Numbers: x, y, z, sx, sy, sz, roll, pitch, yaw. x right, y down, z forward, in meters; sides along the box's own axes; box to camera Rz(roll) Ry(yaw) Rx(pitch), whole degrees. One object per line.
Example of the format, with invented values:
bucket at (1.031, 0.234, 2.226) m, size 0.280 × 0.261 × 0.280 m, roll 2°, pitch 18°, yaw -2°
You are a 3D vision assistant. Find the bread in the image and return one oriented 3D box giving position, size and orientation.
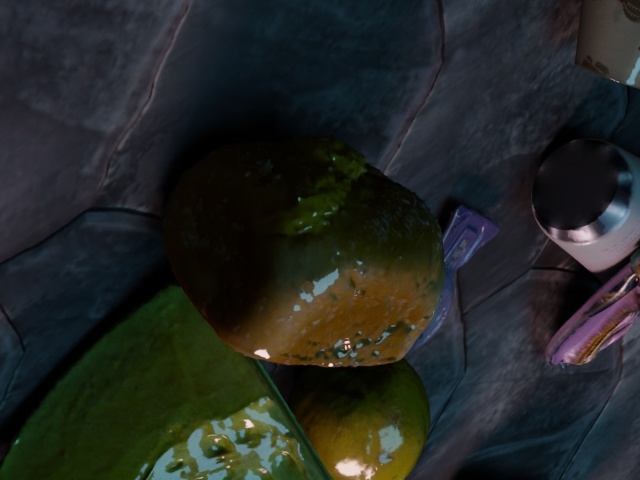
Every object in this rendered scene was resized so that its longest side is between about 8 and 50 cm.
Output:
bread at (0.000, 0.000, 1.621) m, size 0.246 × 0.195 × 0.176 m, roll 9°, pitch 122°, yaw -53°

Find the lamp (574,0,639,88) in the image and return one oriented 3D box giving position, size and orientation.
lamp at (0.323, -0.260, 1.799) m, size 0.121 × 0.121 × 0.214 m, roll 5°, pitch 110°, yaw -50°

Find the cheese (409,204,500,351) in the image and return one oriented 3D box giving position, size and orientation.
cheese at (0.113, 0.049, 1.926) m, size 0.191 × 0.042 × 0.105 m, roll -58°, pitch 146°, yaw 8°

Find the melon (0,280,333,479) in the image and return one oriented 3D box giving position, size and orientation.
melon at (-0.157, 0.257, 1.648) m, size 0.343 × 0.226 × 0.331 m, roll -31°, pitch 121°, yaw -6°

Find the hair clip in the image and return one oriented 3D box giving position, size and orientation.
hair clip at (0.339, 0.084, 2.098) m, size 0.110 × 0.095 × 0.358 m, roll -57°, pitch -177°, yaw -25°

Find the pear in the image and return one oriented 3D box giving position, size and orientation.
pear at (0.037, 0.184, 1.877) m, size 0.149 × 0.149 × 0.162 m, roll -18°, pitch 134°, yaw -37°

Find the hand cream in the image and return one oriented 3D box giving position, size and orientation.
hand cream at (0.350, -0.018, 2.074) m, size 0.185 × 0.118 × 0.359 m, roll -48°, pitch 151°, yaw 11°
